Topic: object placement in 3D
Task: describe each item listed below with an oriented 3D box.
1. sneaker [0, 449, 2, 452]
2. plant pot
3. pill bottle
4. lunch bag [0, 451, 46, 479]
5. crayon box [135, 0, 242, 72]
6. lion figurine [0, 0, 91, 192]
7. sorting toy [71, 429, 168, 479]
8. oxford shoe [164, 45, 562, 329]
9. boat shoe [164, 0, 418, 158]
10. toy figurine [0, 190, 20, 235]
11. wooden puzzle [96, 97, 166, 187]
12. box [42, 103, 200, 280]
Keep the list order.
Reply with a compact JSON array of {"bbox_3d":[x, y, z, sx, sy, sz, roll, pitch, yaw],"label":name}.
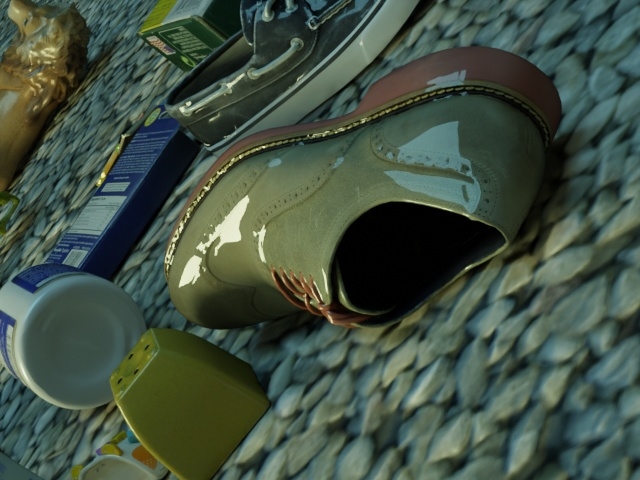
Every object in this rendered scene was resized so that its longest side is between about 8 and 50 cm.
[{"bbox_3d":[-0.363,0.218,1.483,0.267,0.101,0.106,-139,67,-71],"label":"sneaker"},{"bbox_3d":[-0.098,0.107,1.077,0.081,0.083,0.081,-51,22,4],"label":"plant pot"},{"bbox_3d":[-0.227,0.077,1.358,0.112,0.112,0.186,-56,21,-8],"label":"pill bottle"},{"bbox_3d":[-0.261,0.234,1.155,0.096,0.129,0.151,-16,41,59],"label":"lunch bag"},{"bbox_3d":[-0.055,-0.335,1.699,0.318,0.081,0.202,-58,21,-12],"label":"crayon box"},{"bbox_3d":[-0.455,-0.155,2.224,0.240,0.142,0.392,3,72,57],"label":"lion figurine"},{"bbox_3d":[-0.140,0.158,1.162,0.083,0.045,0.075,-36,7,37],"label":"sorting toy"},{"bbox_3d":[0.000,0.000,0.996,0.348,0.123,0.130,-32,34,46],"label":"oxford shoe"},{"bbox_3d":[-0.022,-0.182,1.352,0.301,0.102,0.108,-37,26,37],"label":"boat shoe"},{"bbox_3d":[-0.458,0.073,1.893,0.217,0.191,0.362,30,74,39],"label":"toy figurine"},{"bbox_3d":[-0.207,-0.109,1.703,0.078,0.014,0.116,-59,-4,36],"label":"wooden puzzle"},{"bbox_3d":[-0.197,-0.044,1.594,0.225,0.036,0.136,-57,21,-12],"label":"box"}]
